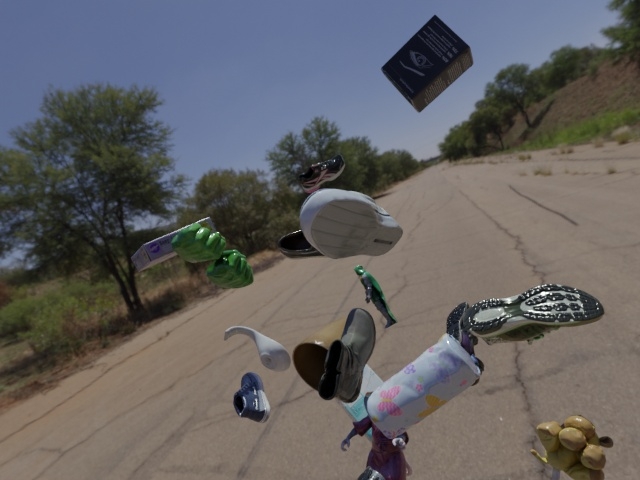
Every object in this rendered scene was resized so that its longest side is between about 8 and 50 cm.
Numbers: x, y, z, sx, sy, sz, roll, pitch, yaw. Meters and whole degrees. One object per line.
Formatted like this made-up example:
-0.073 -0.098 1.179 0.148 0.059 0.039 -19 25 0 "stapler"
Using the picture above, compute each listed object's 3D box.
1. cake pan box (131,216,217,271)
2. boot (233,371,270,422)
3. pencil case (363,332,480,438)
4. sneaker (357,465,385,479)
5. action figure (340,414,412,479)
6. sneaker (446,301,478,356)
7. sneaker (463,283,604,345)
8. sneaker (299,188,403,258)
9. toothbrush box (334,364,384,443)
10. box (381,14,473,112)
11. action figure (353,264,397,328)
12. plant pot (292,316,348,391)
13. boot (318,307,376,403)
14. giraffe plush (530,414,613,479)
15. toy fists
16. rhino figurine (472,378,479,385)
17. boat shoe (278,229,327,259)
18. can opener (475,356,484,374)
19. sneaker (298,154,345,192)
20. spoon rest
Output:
-0.523 0.018 1.419 0.246 0.070 0.267 -27 3 -33 "cake pan box"
-0.209 0.432 1.137 0.069 0.086 0.190 -57 32 2 "boot"
0.229 0.334 0.926 0.273 0.113 0.124 -43 38 11 "pencil case"
0.110 0.680 1.055 0.153 0.101 0.268 -45 -27 -18 "sneaker"
0.238 0.688 1.356 0.248 0.369 0.276 -4 -2 41 "action figure"
0.621 0.396 1.735 0.107 0.124 0.283 -47 7 44 "sneaker"
0.707 0.269 1.336 0.411 0.182 0.157 -17 38 34 "sneaker"
0.034 -0.030 0.582 0.094 0.091 0.258 -52 -27 11 "sneaker"
0.238 0.773 1.878 0.217 0.295 0.126 -35 -31 -18 "toothbrush box"
0.310 -0.509 1.168 0.207 0.153 0.108 -40 -20 19 "box"
0.182 0.186 1.362 0.064 0.232 0.137 -28 -15 -7 "action figure"
0.060 0.411 1.521 0.237 0.236 0.254 -16 14 37 "plant pot"
0.067 0.261 0.954 0.084 0.246 0.161 4 -26 22 "boot"
0.727 0.575 1.133 0.171 0.210 0.181 -25 43 -29 "giraffe plush"
-0.322 0.053 1.249 0.142 0.279 0.096 -10 42 42 "toy fists"
0.617 0.641 1.822 0.244 0.106 0.073 -15 36 -7 "rhino figurine"
0.000 0.000 1.097 0.234 0.083 0.079 -11 -27 8 "boat shoe"
0.560 0.470 1.550 0.059 0.186 0.073 -39 21 44 "can opener"
0.003 -0.238 1.376 0.178 0.077 0.072 -39 47 4 "sneaker"
-0.233 0.408 1.538 0.277 0.137 0.084 27 34 11 "spoon rest"
